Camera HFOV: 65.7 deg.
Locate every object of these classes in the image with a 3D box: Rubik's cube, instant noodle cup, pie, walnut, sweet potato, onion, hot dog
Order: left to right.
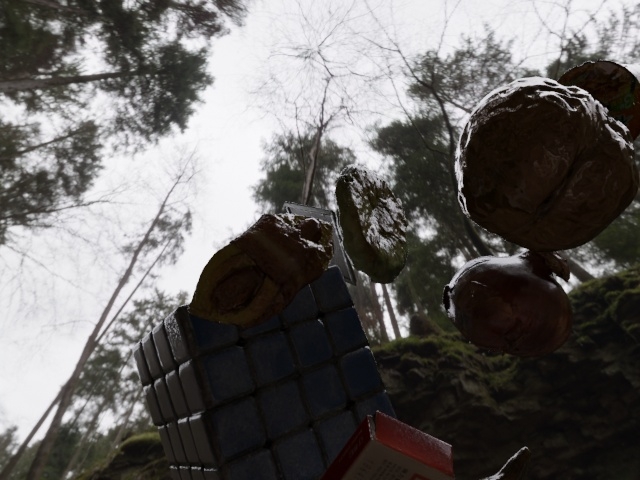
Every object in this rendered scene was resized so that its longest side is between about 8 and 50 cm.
[{"bbox_3d":[-0.118,0.279,0.942,0.345,0.344,0.337,-12,-104,-34],"label":"Rubik's cube"},{"bbox_3d":[-0.061,0.025,0.686,0.123,0.261,0.093,42,-40,5],"label":"hot dog"},{"bbox_3d":[0.118,-0.042,1.146,0.071,0.306,0.306,-23,-69,30],"label":"pie"},{"bbox_3d":[0.425,0.589,1.196,0.233,0.062,0.081,-26,-59,-16],"label":"sweet potato"},{"bbox_3d":[0.523,0.188,1.392,0.354,0.353,0.353,0,-69,-1],"label":"onion"},{"bbox_3d":[0.457,-0.160,1.036,0.354,0.397,0.308,42,-45,-4],"label":"walnut"},{"bbox_3d":[0.703,-0.325,1.197,0.182,0.230,0.230,-20,-65,-30],"label":"instant noodle cup"}]

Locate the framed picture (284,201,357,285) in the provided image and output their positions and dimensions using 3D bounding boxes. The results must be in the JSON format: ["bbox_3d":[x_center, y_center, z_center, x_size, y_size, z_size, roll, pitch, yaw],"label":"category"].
[{"bbox_3d":[0.000,0.000,1.453,0.019,0.296,0.232,-27,-68,-24],"label":"framed picture"}]

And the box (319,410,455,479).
[{"bbox_3d":[0.062,0.335,0.640,0.123,0.050,0.229,27,-72,-9],"label":"box"}]
